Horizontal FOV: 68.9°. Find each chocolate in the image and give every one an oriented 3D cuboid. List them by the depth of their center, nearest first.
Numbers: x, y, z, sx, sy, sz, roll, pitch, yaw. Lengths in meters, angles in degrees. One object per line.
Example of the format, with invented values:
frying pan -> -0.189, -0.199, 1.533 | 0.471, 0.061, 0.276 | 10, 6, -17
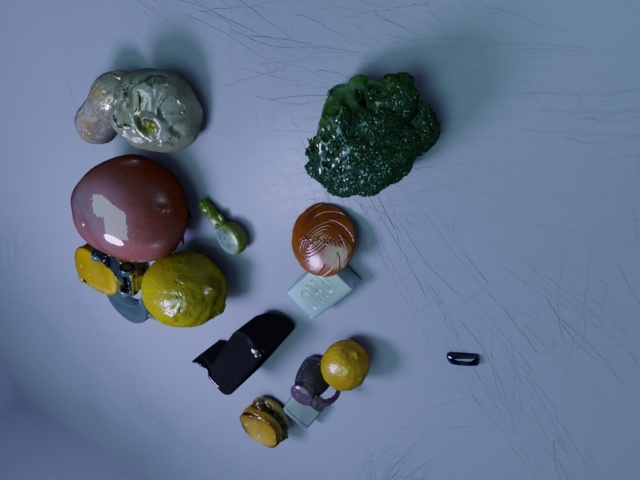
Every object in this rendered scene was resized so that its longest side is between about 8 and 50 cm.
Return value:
chocolate -> -0.620, -0.379, 1.350 | 0.309, 0.134, 0.134 | -27, 101, 39

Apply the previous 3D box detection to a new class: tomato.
tomato -> -0.575, -0.083, 1.396 | 0.342, 0.273, 0.340 | 11, 108, 35

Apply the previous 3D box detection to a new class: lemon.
lemon -> 0.071, 0.369, 1.368 | 0.142, 0.142, 0.187 | 31, 135, 13
lemon -> -0.430, 0.156, 1.488 | 0.320, 0.245, 0.245 | -1, 117, 38

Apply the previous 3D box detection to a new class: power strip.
power strip -> -0.758, 0.260, 1.888 | 0.254, 0.054, 0.167 | 16, 128, 24

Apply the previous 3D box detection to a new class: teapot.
teapot -> -0.022, 0.461, 1.478 | 0.116, 0.146, 0.148 | -34, 97, 41

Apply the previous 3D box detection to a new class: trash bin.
trash bin -> -0.057, 0.582, 1.634 | 0.116, 0.059, 0.129 | 35, 130, 9

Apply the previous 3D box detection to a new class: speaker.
speaker -> -0.270, 0.356, 1.557 | 0.184, 0.180, 0.388 | 45, 132, 7

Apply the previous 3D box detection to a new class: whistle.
whistle -> -0.294, -0.045, 1.407 | 0.198, 0.057, 0.104 | 52, 137, 5

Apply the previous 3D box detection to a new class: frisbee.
frisbee -> 0.000, 0.000, 1.203 | 0.192, 0.035, 0.191 | 1, 93, 30

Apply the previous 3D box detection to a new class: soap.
soap -> 0.005, 0.126, 1.307 | 0.119, 0.066, 0.198 | 47, 132, 1

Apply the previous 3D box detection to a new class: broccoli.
broccoli -> 0.089, -0.212, 0.963 | 0.295, 0.265, 0.245 | -19, 71, 32

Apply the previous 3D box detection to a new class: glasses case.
glasses case -> 0.371, 0.312, 1.216 | 0.083, 0.023, 0.033 | -4, 114, 35

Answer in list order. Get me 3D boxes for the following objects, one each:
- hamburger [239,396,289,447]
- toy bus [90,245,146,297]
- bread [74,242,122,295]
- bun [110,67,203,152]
hamburger -> -0.198, 0.681, 1.747 | 0.191, 0.118, 0.181 | 33, 134, 16
toy bus -> -0.691, 0.045, 1.589 | 0.336, 0.123, 0.121 | 39, 133, 28
bread -> -0.788, 0.096, 1.744 | 0.270, 0.143, 0.195 | 21, 118, 24
bun -> -0.429, -0.331, 1.219 | 0.240, 0.141, 0.238 | 0, 129, 0
